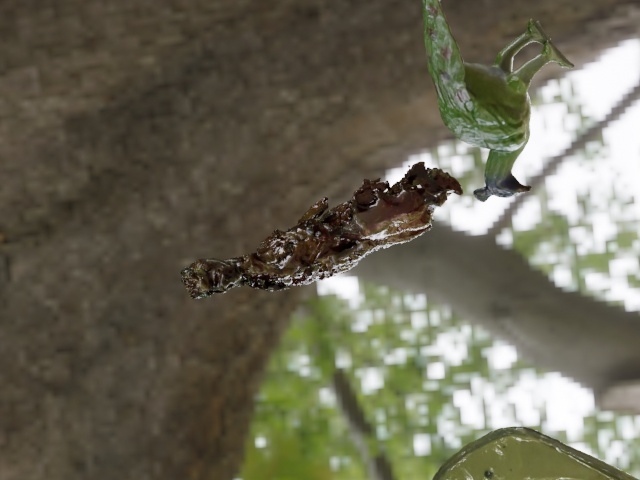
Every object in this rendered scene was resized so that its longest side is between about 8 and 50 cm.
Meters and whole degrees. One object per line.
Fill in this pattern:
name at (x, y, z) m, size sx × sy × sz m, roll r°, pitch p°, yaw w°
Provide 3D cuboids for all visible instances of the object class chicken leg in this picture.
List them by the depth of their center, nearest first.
chicken leg at (0.001, 0.000, 0.566) m, size 0.036 × 0.083 × 0.021 m, roll 46°, pitch -157°, yaw -83°

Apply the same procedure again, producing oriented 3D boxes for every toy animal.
toy animal at (0.090, -0.101, 1.047) m, size 0.041 × 0.075 × 0.217 m, roll 57°, pitch 176°, yaw 40°

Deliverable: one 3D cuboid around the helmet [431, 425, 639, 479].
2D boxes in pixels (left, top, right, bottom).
helmet at (0.166, 0.262, 1.315) m, size 0.204 × 0.257 × 0.137 m, roll -61°, pitch -4°, yaw 34°
